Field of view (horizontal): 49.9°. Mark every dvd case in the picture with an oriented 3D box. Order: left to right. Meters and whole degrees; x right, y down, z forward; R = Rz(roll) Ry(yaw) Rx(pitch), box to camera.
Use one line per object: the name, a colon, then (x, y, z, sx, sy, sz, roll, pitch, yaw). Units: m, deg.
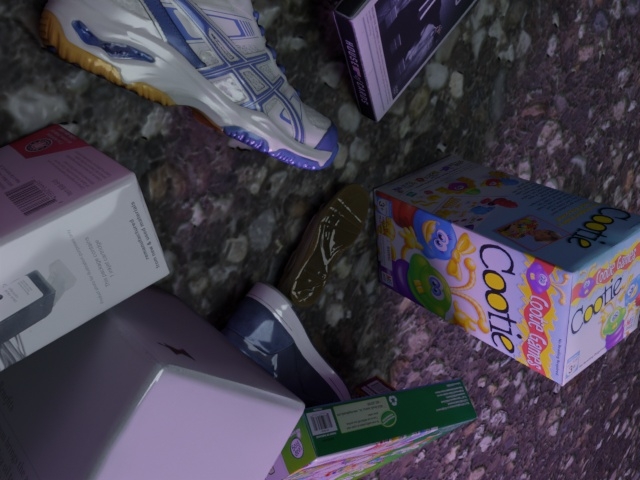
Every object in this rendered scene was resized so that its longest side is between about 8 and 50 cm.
dvd case: (0.109, -0.259, 0.708, 0.238, 0.030, 0.179, -51, 157, -9)

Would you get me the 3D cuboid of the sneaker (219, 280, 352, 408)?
sneaker: (-0.062, 0.177, 0.761, 0.163, 0.086, 0.226, -49, 126, -24)

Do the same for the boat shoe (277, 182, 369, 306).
boat shoe: (0.001, 0.001, 0.779, 0.056, 0.048, 0.153, 32, 81, -32)

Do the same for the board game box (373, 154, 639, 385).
board game box: (0.209, 0.019, 0.796, 0.144, 0.275, 0.142, -25, 124, -30)

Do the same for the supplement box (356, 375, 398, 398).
supplement box: (0.080, 0.238, 0.943, 0.043, 0.055, 0.083, -20, 121, -31)

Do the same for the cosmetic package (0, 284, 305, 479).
cosmetic package: (-0.235, 0.259, 0.562, 0.161, 0.230, 0.453, 31, 89, -45)

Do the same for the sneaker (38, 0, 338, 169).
sneaker: (-0.075, -0.157, 0.587, 0.296, 0.112, 0.131, 21, 95, -45)

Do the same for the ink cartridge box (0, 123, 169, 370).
ink cartridge box: (-0.244, 0.015, 0.487, 0.218, 0.159, 0.092, -31, 127, -26)

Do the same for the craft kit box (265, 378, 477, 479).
craft kit box: (0.012, 0.244, 0.793, 0.250, 0.061, 0.247, 1, 151, -40)
